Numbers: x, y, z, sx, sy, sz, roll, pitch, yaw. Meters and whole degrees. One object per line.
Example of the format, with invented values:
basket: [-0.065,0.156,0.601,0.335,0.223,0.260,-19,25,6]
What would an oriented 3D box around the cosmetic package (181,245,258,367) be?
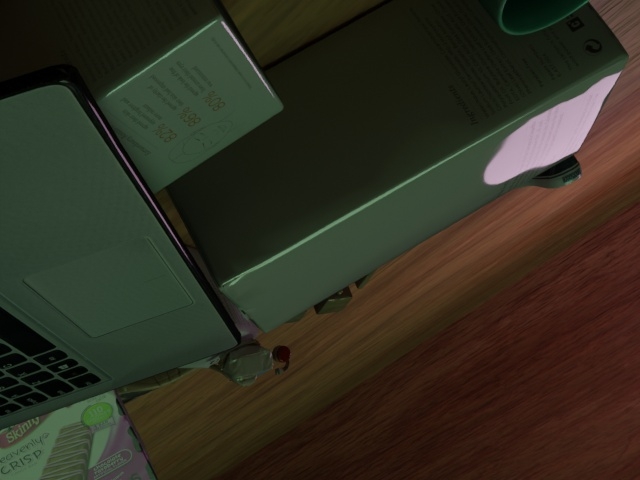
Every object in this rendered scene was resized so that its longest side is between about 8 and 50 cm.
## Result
cosmetic package: [-0.160,0.067,0.829,0.085,0.117,0.231,-34,165,8]

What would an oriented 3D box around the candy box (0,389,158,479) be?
candy box: [-0.291,0.201,0.843,0.159,0.071,0.233,-26,121,-16]

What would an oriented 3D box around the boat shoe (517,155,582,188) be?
boat shoe: [0.286,-0.120,1.075,0.065,0.083,0.183,-27,-170,-12]

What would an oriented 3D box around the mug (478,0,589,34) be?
mug: [0.159,-0.224,0.560,0.129,0.097,0.157,-38,162,22]

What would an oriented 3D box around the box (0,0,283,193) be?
box: [-0.128,-0.090,0.469,0.170,0.091,0.130,-32,164,4]

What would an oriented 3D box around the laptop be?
laptop: [-0.244,0.161,0.448,0.408,0.236,0.382,-19,155,-3]

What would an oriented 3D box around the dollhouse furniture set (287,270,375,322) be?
dollhouse furniture set: [0.000,0.000,0.907,0.151,0.144,0.123,-3,147,-29]

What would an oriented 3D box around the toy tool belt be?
toy tool belt: [-0.081,0.135,0.896,0.083,0.052,0.051,-13,-173,-41]

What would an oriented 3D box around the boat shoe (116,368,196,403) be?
boat shoe: [-0.259,0.154,0.955,0.285,0.103,0.092,-24,175,-19]

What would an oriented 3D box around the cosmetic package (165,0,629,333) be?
cosmetic package: [0.057,-0.082,0.697,0.365,0.155,0.197,-28,163,-5]
